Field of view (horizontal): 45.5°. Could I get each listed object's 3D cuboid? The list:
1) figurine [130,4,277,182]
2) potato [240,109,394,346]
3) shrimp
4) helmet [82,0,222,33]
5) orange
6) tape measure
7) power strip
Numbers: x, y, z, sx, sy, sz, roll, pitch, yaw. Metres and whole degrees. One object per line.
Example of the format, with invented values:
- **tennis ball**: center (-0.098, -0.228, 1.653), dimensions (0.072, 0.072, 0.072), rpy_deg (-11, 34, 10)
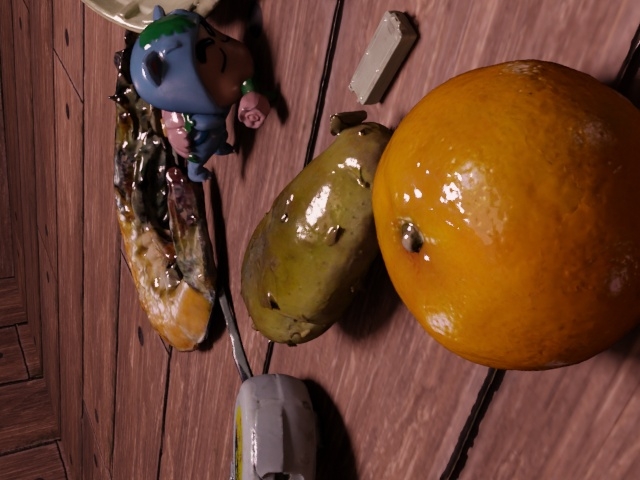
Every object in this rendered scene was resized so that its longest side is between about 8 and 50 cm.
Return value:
- **figurine**: center (-0.107, -0.144, 0.761), dimensions (0.178, 0.145, 0.114), rpy_deg (83, -162, -47)
- **potato**: center (0.000, 0.000, 0.599), dimensions (0.225, 0.090, 0.117), rpy_deg (-58, 41, 42)
- **shrimp**: center (-0.202, -0.055, 0.974), dimensions (0.272, 0.085, 0.445), rpy_deg (32, 129, 52)
- **helmet**: center (-0.152, -0.326, 0.749), dimensions (0.258, 0.137, 0.204), rpy_deg (-1, 134, 46)
- **orange**: center (0.094, -0.011, 0.381), dimensions (0.156, 0.124, 0.156), rpy_deg (15, 107, 61)
- **tape measure**: center (-0.054, 0.149, 0.793), dimensions (0.330, 0.084, 0.164), rpy_deg (-99, 22, -43)
- **power strip**: center (0.044, -0.130, 0.555), dimensions (0.027, 0.017, 0.083), rpy_deg (68, 149, 26)
